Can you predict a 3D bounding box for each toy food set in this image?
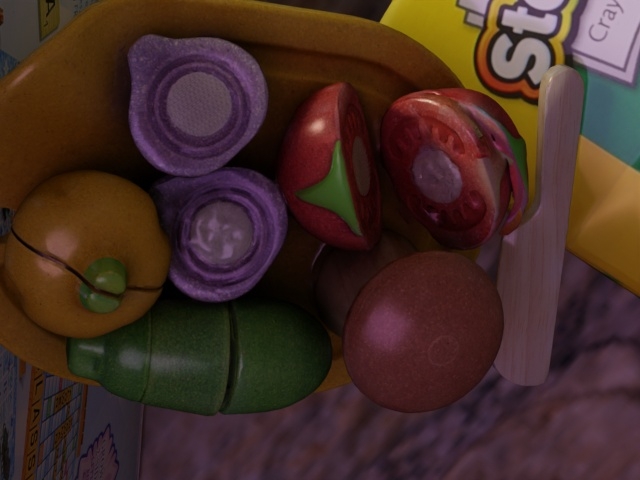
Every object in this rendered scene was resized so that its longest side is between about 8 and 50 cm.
[{"bbox_3d":[0.000,0.000,0.496,0.218,0.071,0.128,4,109,-23],"label":"toy food set"}]

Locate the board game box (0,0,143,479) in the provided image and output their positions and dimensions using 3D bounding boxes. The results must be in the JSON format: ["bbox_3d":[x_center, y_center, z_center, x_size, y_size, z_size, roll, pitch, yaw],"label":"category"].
[{"bbox_3d":[-0.136,0.023,0.567,0.066,0.318,0.318,11,109,12],"label":"board game box"}]

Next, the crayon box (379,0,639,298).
[{"bbox_3d":[0.231,-0.119,0.550,0.313,0.106,0.363,34,111,2],"label":"crayon box"}]
